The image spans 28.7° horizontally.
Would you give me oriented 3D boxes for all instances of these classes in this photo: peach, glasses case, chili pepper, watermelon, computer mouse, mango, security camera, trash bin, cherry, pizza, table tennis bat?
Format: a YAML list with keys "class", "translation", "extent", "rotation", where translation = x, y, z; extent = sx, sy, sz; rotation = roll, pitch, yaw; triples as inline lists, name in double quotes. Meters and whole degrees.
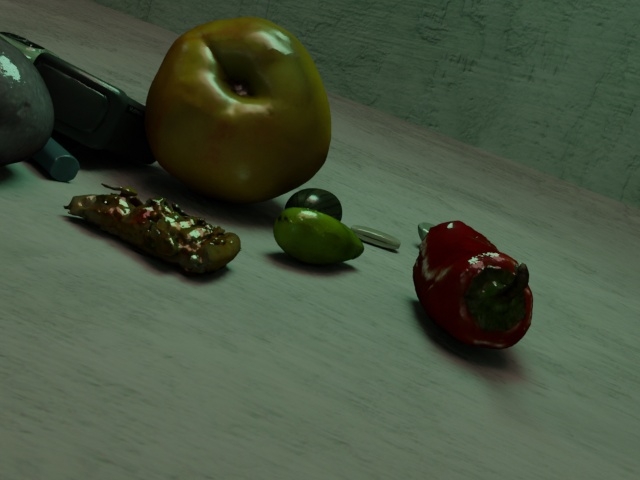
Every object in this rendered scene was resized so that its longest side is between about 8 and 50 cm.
- class: "peach"
  translation: [-0.119, -0.187, 1.930]
  extent: [0.289, 0.289, 0.308]
  rotation: [20, -16, 5]
- class: "glasses case"
  translation: [0.087, -0.005, 1.989]
  extent: [0.083, 0.021, 0.032]
  rotation: [19, 14, 2]
- class: "chili pepper"
  translation: [0.205, 0.075, 1.584]
  extent: [0.134, 0.131, 0.338]
  rotation: [41, 4, -14]
- class: "watermelon"
  translation: [-0.009, -0.042, 1.896]
  extent: [0.078, 0.078, 0.111]
  rotation: [25, 13, 27]
- class: "computer mouse"
  translation: [0.200, 0.010, 2.060]
  extent: [0.056, 0.032, 0.110]
  rotation: [2, 31, -48]
- class: "mango"
  translation: [0.000, 0.000, 1.750]
  extent: [0.091, 0.074, 0.165]
  rotation: [22, 0, 42]
- class: "security camera"
  translation: [-0.511, -0.308, 2.313]
  extent: [0.302, 0.080, 0.157]
  rotation: [29, 16, 28]
- class: "trash bin"
  translation: [-0.352, -0.201, 1.937]
  extent: [0.177, 0.101, 0.236]
  rotation: [26, 2, 22]
- class: "cherry"
  translation: [-0.458, -0.188, 1.642]
  extent: [0.213, 0.183, 0.266]
  rotation: [43, 15, 33]
- class: "pizza"
  translation: [-0.198, -0.022, 1.578]
  extent: [0.226, 0.069, 0.147]
  rotation: [26, 17, 30]
- class: "table tennis bat"
  translation: [-0.447, -0.159, 1.860]
  extent: [0.215, 0.044, 0.329]
  rotation: [14, 12, -40]
